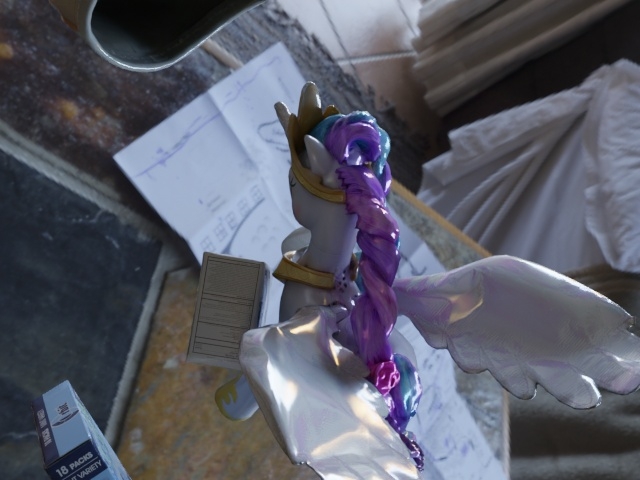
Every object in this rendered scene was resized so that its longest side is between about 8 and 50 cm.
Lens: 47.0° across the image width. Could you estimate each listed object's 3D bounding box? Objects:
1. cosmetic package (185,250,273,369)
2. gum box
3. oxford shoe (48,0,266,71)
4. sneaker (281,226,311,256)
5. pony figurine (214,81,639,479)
[{"bbox_3d":[-0.085,0.068,0.747,0.060,0.239,0.099,11,87,-2],"label":"cosmetic package"},{"bbox_3d":[-0.174,0.222,0.618,0.041,0.157,0.184,-32,108,-18],"label":"gum box"},{"bbox_3d":[0.030,-0.207,0.319,0.169,0.449,0.130,-12,80,-58],"label":"oxford shoe"},{"bbox_3d":[0.000,0.000,0.952,0.080,0.212,0.094,31,71,0],"label":"sneaker"},{"bbox_3d":[0.034,0.095,0.612,0.302,0.364,0.351,-13,42,-31],"label":"pony figurine"}]
